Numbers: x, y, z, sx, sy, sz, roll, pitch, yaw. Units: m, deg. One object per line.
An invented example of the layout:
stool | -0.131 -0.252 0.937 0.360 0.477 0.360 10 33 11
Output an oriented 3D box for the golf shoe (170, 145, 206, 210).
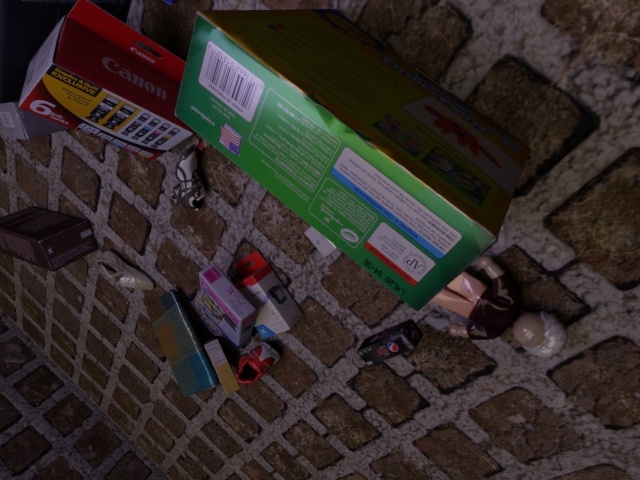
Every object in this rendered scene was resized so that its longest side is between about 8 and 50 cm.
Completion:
golf shoe | -0.349 -0.166 1.128 0.094 0.077 0.198 26 133 0

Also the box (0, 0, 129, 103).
box | -0.641 -0.552 0.939 0.212 0.293 0.395 46 130 2

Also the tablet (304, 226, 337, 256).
tablet | 0.000 0.000 1.033 0.083 0.006 0.054 51 131 -2

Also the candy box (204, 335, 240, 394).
candy box | -0.341 0.427 1.416 0.186 0.053 0.109 66 163 1

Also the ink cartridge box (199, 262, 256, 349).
ink cartridge box | -0.280 0.214 1.226 0.186 0.065 0.311 45 152 15

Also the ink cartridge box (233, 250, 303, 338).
ink cartridge box | -0.172 0.159 1.187 0.134 0.078 0.231 -30 98 41

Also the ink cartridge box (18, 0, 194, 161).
ink cartridge box | -0.452 -0.335 0.930 0.272 0.309 0.130 -17 66 38

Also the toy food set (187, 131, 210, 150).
toy food set | -0.314 -0.277 1.065 0.083 0.020 0.082 37 130 9

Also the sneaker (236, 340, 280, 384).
sneaker | -0.237 0.422 1.347 0.107 0.118 0.279 42 137 6

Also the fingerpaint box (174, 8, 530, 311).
fingerpaint box | 0.075 -0.167 0.650 0.445 0.371 0.163 39 130 7

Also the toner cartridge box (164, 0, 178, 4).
toner cartridge box | -0.350 -0.635 0.734 0.165 0.075 0.348 39 160 18

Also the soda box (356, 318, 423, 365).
soda box | 0.173 0.260 1.037 0.053 0.060 0.169 52 131 -2

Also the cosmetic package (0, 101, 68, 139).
cosmetic package | -0.759 -0.365 1.160 0.127 0.238 0.107 12 119 30

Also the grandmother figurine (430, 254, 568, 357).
grandmother figurine | 0.322 0.131 0.845 0.342 0.104 0.207 26 136 21

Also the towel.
towel | -0.507 0.379 1.493 0.271 0.040 0.370 -30 83 43

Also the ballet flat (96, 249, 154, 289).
ballet flat | -0.734 0.126 1.526 0.248 0.086 0.086 30 128 14

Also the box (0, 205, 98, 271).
box | -1.084 -0.016 1.599 0.382 0.191 0.143 11 122 29
